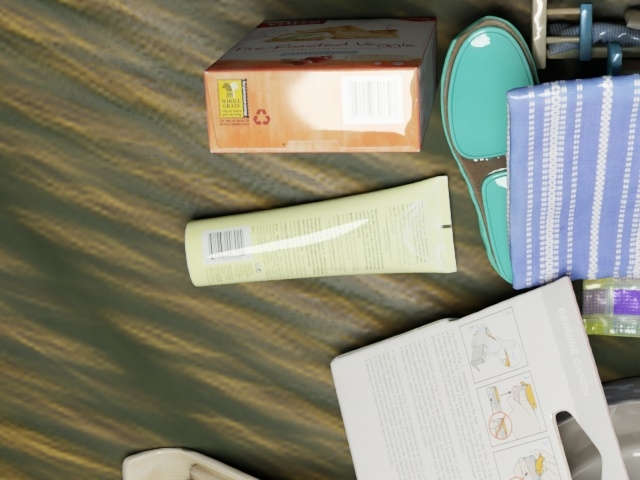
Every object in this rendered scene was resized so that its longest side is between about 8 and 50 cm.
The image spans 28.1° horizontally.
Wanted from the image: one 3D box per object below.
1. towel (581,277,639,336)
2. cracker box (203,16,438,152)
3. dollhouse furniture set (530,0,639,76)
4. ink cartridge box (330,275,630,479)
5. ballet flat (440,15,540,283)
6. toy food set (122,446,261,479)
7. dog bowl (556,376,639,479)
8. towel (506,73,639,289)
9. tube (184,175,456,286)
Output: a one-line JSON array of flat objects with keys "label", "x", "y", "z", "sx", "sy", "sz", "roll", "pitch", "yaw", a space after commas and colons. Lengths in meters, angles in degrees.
[{"label": "towel", "x": 0.266, "y": 0.049, "z": 1.156, "sx": 0.060, "sy": 0.009, "sz": 0.083, "roll": 3, "pitch": 109, "yaw": 6}, {"label": "cracker box", "x": 0.010, "y": -0.128, "z": 1.013, "sx": 0.156, "sy": 0.232, "sz": 0.067, "roll": 0, "pitch": 108, "yaw": 8}, {"label": "dollhouse furniture set", "x": 0.229, "y": -0.191, "z": 0.985, "sx": 0.129, "sy": 0.183, "sz": 0.129, "roll": 0, "pitch": 109, "yaw": 8}, {"label": "ink cartridge box", "x": 0.154, "y": 0.208, "z": 1.087, "sx": 0.261, "sy": 0.066, "sz": 0.296, "roll": -23, "pitch": 73, "yaw": 35}, {"label": "ballet flat", "x": 0.153, "y": -0.081, "z": 1.083, "sx": 0.083, "sy": 0.087, "sz": 0.247, "roll": -10, "pitch": 117, "yaw": 12}, {"label": "toy food set", "x": -0.077, "y": 0.337, "z": 1.194, "sx": 0.306, "sy": 0.092, "sz": 0.219, "roll": 13, "pitch": 116, "yaw": 46}, {"label": "dog bowl", "x": 0.312, "y": 0.282, "z": 1.183, "sx": 0.349, "sy": 0.102, "sz": 0.348, "roll": 2, "pitch": 109, "yaw": 7}, {"label": "towel", "x": 0.309, "y": -0.041, "z": 0.963, "sx": 0.336, "sy": 0.040, "sz": 0.243, "roll": -3, "pitch": 145, "yaw": 6}, {"label": "tube", "x": 0.000, "y": 0.000, "z": 1.158, "sx": 0.240, "sy": 0.062, "sz": 0.070, "roll": -7, "pitch": 152, "yaw": 6}]
